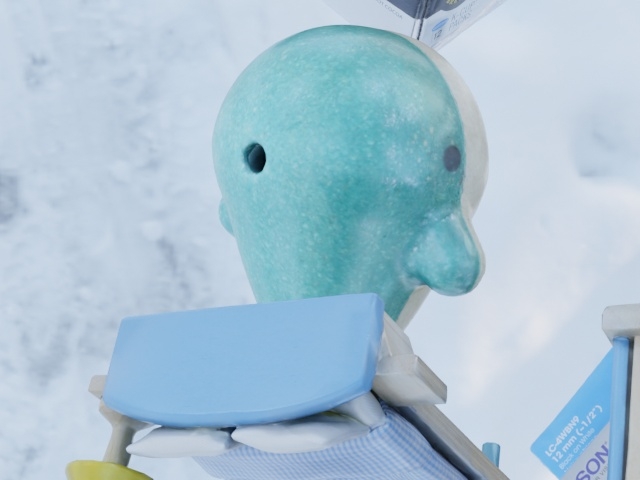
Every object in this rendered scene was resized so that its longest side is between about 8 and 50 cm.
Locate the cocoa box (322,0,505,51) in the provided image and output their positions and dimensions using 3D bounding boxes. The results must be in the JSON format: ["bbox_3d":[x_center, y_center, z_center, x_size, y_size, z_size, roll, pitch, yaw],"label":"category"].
[{"bbox_3d":[0.042,-0.366,1.238,0.231,0.347,0.228,-37,157,-30],"label":"cocoa box"}]

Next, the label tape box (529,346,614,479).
[{"bbox_3d":[0.295,0.148,1.064,0.115,0.347,0.249,30,102,-42],"label":"label tape box"}]

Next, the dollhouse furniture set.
[{"bbox_3d":[0.061,0.176,0.704,0.286,0.303,0.198,49,44,-49],"label":"dollhouse furniture set"}]

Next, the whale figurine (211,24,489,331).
[{"bbox_3d":[0.000,0.000,0.925,0.141,0.216,0.272,0,102,-48],"label":"whale figurine"}]
